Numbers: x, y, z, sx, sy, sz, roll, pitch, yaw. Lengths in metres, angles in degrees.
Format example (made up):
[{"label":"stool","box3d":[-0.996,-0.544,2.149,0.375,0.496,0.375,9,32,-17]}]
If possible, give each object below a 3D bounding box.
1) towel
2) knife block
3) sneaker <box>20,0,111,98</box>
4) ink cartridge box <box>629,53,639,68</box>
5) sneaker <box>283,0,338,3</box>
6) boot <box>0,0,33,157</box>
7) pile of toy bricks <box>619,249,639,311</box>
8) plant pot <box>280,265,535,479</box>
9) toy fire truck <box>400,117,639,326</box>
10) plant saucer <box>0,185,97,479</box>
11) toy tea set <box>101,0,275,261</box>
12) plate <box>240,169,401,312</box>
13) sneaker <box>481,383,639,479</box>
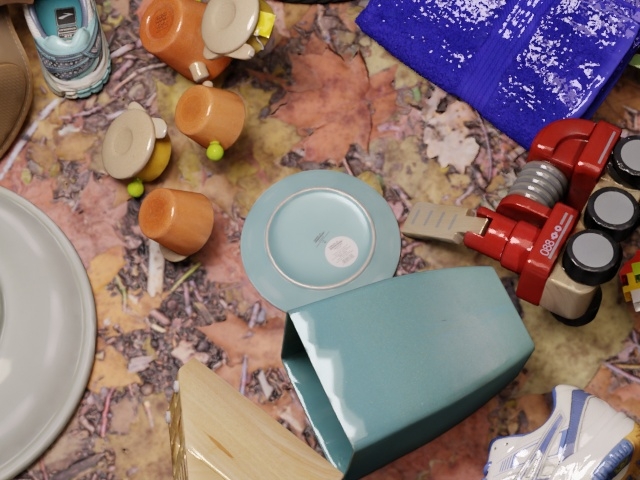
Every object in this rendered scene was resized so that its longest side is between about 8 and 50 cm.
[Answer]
[{"label":"towel","box3d":[0.215,-0.263,1.719,0.308,0.076,0.227,37,103,14]},{"label":"knife block","box3d":[-0.033,0.263,1.556,0.242,0.088,0.275,2,52,-16]},{"label":"sneaker","box3d":[-0.321,-0.319,1.768,0.110,0.122,0.283,-20,71,-7]},{"label":"ink cartridge box","box3d":[0.403,-0.289,1.776,0.109,0.062,0.209,27,72,11]},{"label":"sneaker","box3d":[-0.096,-0.395,1.785,0.385,0.145,0.147,11,62,0]},{"label":"boot","box3d":[-0.452,-0.235,1.738,0.220,0.109,0.283,19,110,34]},{"label":"pile of toy bricks","box3d":[0.450,0.041,1.643,0.212,0.118,0.105,-14,40,12]},{"label":"plant pot","box3d":[0.099,0.131,1.577,0.234,0.165,0.165,-21,70,-13]},{"label":"toy fire truck","box3d":[0.229,-0.038,1.639,0.246,0.158,0.217,25,60,13]},{"label":"plant saucer","box3d":[-0.455,0.096,1.627,0.401,0.100,0.400,0,69,1]},{"label":"toy tea set","box3d":[-0.141,-0.141,1.708,0.200,0.124,0.336,17,88,42]},{"label":"plate","box3d":[0.000,0.000,1.695,0.188,0.024,0.188,0,68,1]},{"label":"sneaker","box3d":[0.212,0.282,1.558,0.296,0.112,0.131,-42,57,-15]}]
